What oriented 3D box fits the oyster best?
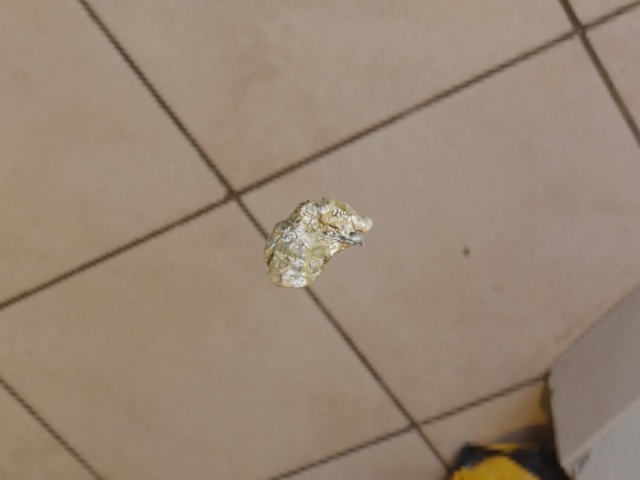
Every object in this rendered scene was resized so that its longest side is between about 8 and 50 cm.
[{"bbox_3d":[0.000,0.000,1.013,0.081,0.083,0.038,9,134,-5],"label":"oyster"}]
